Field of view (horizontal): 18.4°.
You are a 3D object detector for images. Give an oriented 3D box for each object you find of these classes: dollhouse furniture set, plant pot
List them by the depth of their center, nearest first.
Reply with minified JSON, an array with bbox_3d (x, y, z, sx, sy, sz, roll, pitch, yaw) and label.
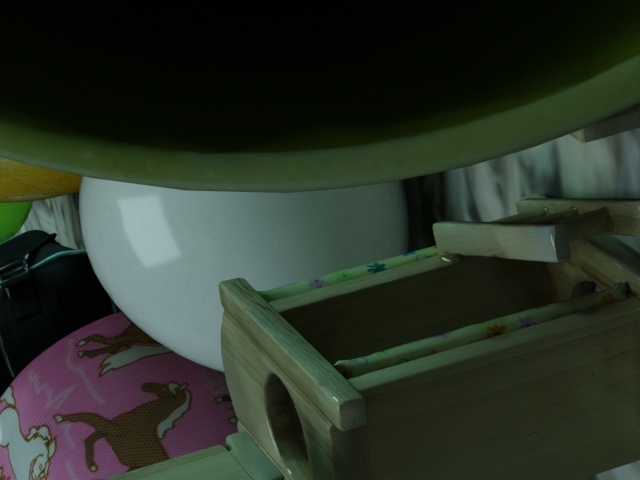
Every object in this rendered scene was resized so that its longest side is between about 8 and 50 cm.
[{"bbox_3d":[-0.019,-0.148,0.442,0.293,0.275,0.274,-151,47,-87],"label":"plant pot"},{"bbox_3d":[0.000,0.000,0.551,0.101,0.182,0.161,-139,39,-59],"label":"dollhouse furniture set"}]

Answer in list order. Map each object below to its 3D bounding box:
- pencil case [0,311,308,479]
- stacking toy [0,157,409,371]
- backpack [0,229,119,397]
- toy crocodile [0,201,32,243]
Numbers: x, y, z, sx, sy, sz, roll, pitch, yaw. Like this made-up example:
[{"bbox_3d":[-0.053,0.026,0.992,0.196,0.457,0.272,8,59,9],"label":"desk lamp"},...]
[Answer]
[{"bbox_3d":[-0.018,0.186,0.783,0.167,0.160,0.386,53,177,-38],"label":"pencil case"},{"bbox_3d":[-0.136,-0.131,0.782,0.480,0.351,0.350,49,153,17],"label":"stacking toy"},{"bbox_3d":[-0.190,0.105,1.187,0.144,0.166,0.188,5,121,62],"label":"backpack"},{"bbox_3d":[-0.219,-0.155,1.172,0.115,0.105,0.340,-134,35,-55],"label":"toy crocodile"}]
